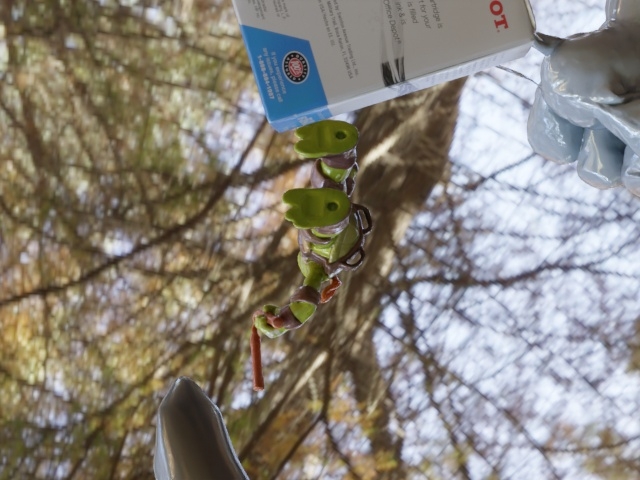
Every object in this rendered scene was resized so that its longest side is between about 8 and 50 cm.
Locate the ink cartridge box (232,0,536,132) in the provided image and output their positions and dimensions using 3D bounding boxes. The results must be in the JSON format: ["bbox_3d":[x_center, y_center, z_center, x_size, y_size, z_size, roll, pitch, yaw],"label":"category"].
[{"bbox_3d":[0.041,-0.180,0.969,0.203,0.086,0.148,-16,-93,3],"label":"ink cartridge box"}]

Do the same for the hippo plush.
[{"bbox_3d":[0.357,-0.212,1.535,0.294,0.234,0.237,36,-106,-4],"label":"hippo plush"}]

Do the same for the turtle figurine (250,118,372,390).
[{"bbox_3d":[0.000,0.000,1.216,0.087,0.217,0.270,20,-114,8],"label":"turtle figurine"}]

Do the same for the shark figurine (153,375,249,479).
[{"bbox_3d":[0.001,0.206,0.803,0.278,0.116,0.166,33,-129,-4],"label":"shark figurine"}]
